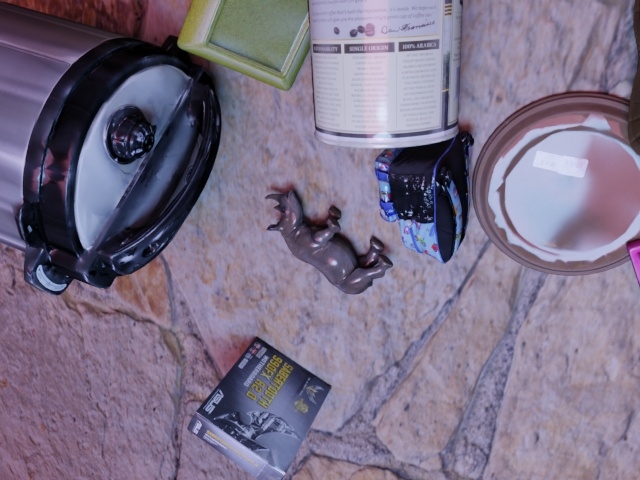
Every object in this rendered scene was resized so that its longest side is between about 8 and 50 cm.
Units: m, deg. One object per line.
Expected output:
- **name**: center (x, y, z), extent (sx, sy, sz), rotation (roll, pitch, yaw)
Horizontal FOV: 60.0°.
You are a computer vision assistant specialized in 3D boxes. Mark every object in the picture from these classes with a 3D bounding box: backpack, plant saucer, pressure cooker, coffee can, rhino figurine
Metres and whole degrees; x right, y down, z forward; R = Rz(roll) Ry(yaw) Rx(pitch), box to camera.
- **backpack**: center (0.158, -0.060, 0.816), extent (0.117, 0.158, 0.173), rotation (5, 125, 28)
- **plant saucer**: center (0.359, -0.070, 0.795), extent (0.278, 0.041, 0.277), rotation (8, 114, 18)
- **pressure cooker**: center (-0.370, -0.138, 0.848), extent (0.421, 0.375, 0.369), rotation (18, 114, 13)
- **coffee can**: center (0.083, -0.276, 0.718), extent (0.202, 0.201, 0.275), rotation (5, 113, 19)
- **rhino figurine**: center (0.000, 0.000, 0.940), extent (0.243, 0.073, 0.106), rotation (37, 116, 4)
- **plant saucer**: center (-0.086, -0.321, 0.797), extent (0.188, 0.045, 0.188), rotation (16, 123, -26)

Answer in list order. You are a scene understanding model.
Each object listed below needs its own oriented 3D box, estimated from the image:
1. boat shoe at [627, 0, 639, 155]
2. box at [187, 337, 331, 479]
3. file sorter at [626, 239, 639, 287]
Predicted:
- **boat shoe**: center (0.451, -0.247, 0.661), extent (0.098, 0.109, 0.302), rotation (-2, 102, -17)
- **box**: center (-0.103, 0.304, 1.014), extent (0.183, 0.231, 0.056), rotation (33, 122, 6)
- **file sorter**: center (0.556, 0.134, 0.702), extent (0.202, 0.182, 0.290), rotation (-20, 110, 23)
